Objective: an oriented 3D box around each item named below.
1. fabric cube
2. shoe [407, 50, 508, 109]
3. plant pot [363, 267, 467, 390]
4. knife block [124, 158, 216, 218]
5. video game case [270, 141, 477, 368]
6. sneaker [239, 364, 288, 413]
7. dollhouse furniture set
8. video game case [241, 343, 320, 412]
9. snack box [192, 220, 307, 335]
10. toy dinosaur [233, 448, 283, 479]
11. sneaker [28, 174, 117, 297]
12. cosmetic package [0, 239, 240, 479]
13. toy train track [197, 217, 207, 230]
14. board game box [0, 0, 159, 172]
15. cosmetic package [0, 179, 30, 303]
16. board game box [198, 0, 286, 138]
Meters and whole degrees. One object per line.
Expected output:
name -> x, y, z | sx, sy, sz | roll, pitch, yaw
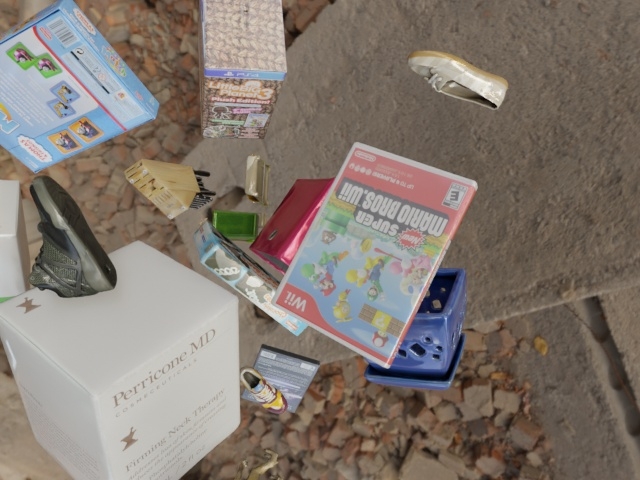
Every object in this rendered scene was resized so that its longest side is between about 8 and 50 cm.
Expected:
fabric cube -> 0.000, 0.000, 1.419 | 0.259, 0.258, 0.254 | 38, 169, -24
shoe -> 0.280, -0.331, 1.042 | 0.218, 0.076, 0.058 | 19, 83, -2
plant pot -> 0.212, 0.205, 1.162 | 0.235, 0.236, 0.212 | -2, 111, 27
knife block -> -0.469, -0.201, 1.643 | 0.088, 0.242, 0.276 | -26, 124, 27
video game case -> 0.073, 0.009, 0.737 | 0.204, 0.025, 0.285 | 24, 83, 27
sneaker -> -0.171, 0.443, 1.482 | 0.185, 0.069, 0.084 | 41, 168, 1
dollhouse furniture set -> -0.275, -0.143, 1.792 | 0.151, 0.197, 0.302 | 2, 84, 7
video game case -> -0.136, 0.460, 1.661 | 0.196, 0.026, 0.274 | 18, 127, -7
snack box -> -0.172, 0.095, 1.264 | 0.322, 0.060, 0.187 | 43, -179, -28
toy dinosaur -> -0.080, 0.304, 0.609 | 0.183, 0.092, 0.053 | -27, 95, 32
sneaker -> -0.458, 0.007, 0.862 | 0.087, 0.130, 0.228 | -114, 6, -60
cosmetic package -> -0.394, 0.277, 1.051 | 0.327, 0.329, 0.394 | 25, 128, 28
toy train track -> -0.370, -0.052, 1.581 | 0.014, 0.048, 0.083 | 36, 175, 3
board game box -> -0.340, -0.183, 0.633 | 0.211, 0.039, 0.160 | -19, 137, 17
cosmetic package -> -0.775, 0.026, 1.140 | 0.365, 0.196, 0.155 | 124, 138, -51
board game box -> -0.168, -0.367, 1.006 | 0.291, 0.141, 0.232 | 140, 127, -71
